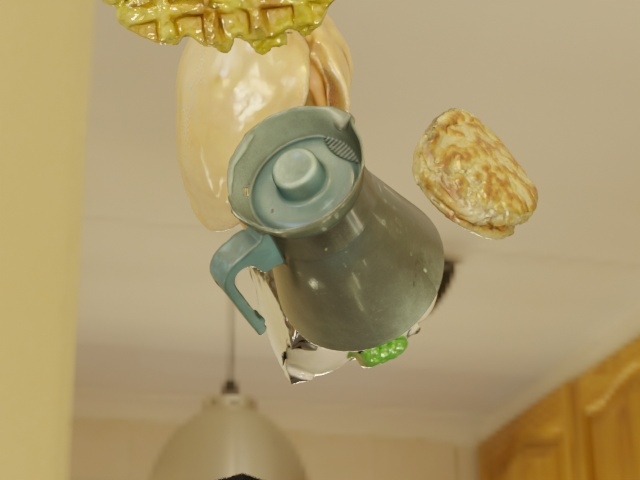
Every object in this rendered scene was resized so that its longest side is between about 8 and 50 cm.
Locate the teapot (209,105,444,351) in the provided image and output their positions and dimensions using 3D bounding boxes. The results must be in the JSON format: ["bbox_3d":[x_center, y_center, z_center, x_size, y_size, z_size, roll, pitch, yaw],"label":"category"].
[{"bbox_3d":[0.000,0.000,1.482,0.203,0.171,0.225,-43,-37,-7],"label":"teapot"}]

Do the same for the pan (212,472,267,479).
[{"bbox_3d":[-0.154,0.350,1.925,0.202,0.128,0.048,-15,-68,11],"label":"pan"}]

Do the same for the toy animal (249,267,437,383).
[{"bbox_3d":[0.045,0.096,2.343,0.266,0.212,0.212,-11,-20,-9],"label":"toy animal"}]

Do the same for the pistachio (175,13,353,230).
[{"bbox_3d":[-0.073,-0.163,1.946,0.229,0.321,0.238,10,-4,-37],"label":"pistachio"}]

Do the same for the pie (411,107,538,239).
[{"bbox_3d":[0.198,-0.082,2.057,0.179,0.205,0.084,43,-62,-1],"label":"pie"}]

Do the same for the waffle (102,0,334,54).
[{"bbox_3d":[-0.102,-0.325,1.458,0.307,0.060,0.312,24,-66,-11],"label":"waffle"}]
